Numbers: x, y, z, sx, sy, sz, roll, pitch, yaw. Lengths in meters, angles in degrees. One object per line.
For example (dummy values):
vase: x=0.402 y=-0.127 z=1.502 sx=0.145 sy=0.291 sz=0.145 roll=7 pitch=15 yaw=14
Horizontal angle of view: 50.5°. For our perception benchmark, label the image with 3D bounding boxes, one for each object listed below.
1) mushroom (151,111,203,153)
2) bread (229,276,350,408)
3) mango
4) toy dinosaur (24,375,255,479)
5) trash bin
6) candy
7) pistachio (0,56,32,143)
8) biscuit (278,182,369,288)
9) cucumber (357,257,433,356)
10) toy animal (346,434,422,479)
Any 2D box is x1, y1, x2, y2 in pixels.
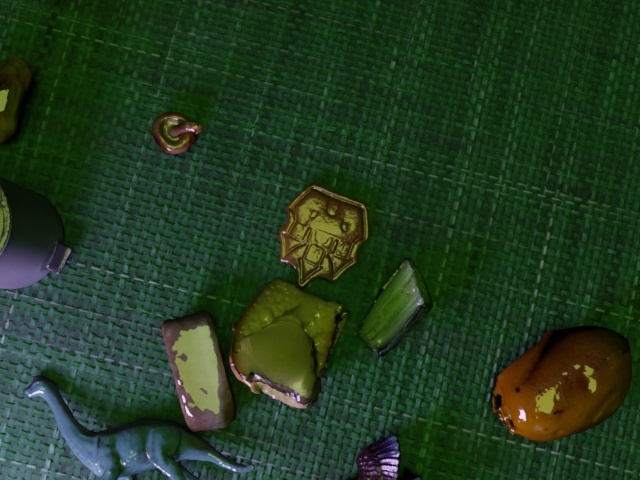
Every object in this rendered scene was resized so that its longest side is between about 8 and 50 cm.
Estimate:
mushroom: x=-0.286 y=-0.220 z=1.400 sx=0.129 sy=0.073 sz=0.088 roll=8 pitch=67 yaw=33
bread: x=-0.075 y=0.209 z=1.328 sx=0.204 sy=0.162 sz=0.262 roll=28 pitch=43 yaw=3
mango: x=0.479 y=0.283 z=1.336 sx=0.287 sy=0.152 sz=0.201 roll=-32 pitch=76 yaw=-6
toy dinosaur: x=-0.365 y=0.365 z=1.348 sx=0.383 sy=0.129 sz=0.331 roll=-17 pitch=64 yaw=-15
trash bin: x=-0.639 y=-0.019 z=1.284 sx=0.277 sy=0.262 sz=0.217 roll=22 pitch=84 yaw=0
candy: x=-0.238 y=0.259 z=1.347 sx=0.104 sy=0.102 sz=0.234 roll=-15 pitch=84 yaw=-3
pistachio: x=-0.661 y=-0.295 z=1.390 sx=0.110 sy=0.100 sz=0.189 roll=17 pitch=86 yaw=-3
biscuit: x=0.000 y=0.000 z=1.409 sx=0.182 sy=0.034 sz=0.215 roll=22 pitch=85 yaw=1
cucumber: x=0.165 y=0.146 z=1.378 sx=0.193 sy=0.086 sz=0.115 roll=-50 pitch=43 yaw=-3
toy animal: x=0.112 y=0.496 z=1.324 sx=0.179 sy=0.116 sz=0.218 roll=-7 pitch=91 yaw=-3
